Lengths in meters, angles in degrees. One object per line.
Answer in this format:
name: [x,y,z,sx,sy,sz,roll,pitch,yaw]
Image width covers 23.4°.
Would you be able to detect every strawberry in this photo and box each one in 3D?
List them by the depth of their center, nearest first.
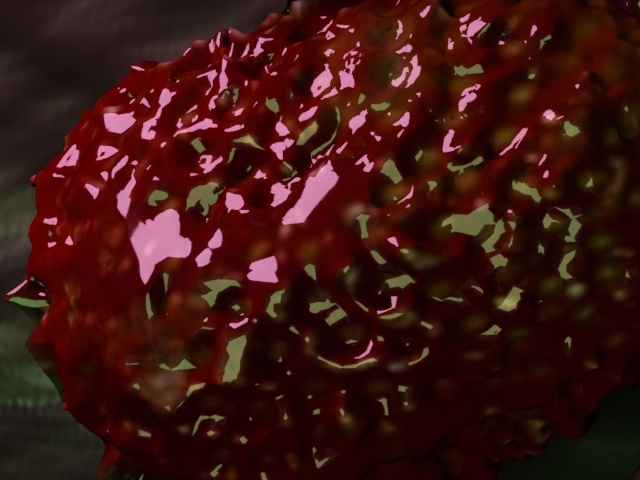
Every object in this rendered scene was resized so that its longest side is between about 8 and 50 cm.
strawberry: [0.000,0.000,0.586,0.306,0.137,0.233,-42,75,34]

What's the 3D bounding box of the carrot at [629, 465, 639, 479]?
carrot: [0.169,0.039,0.523,0.072,0.072,0.205,33,113,23]
